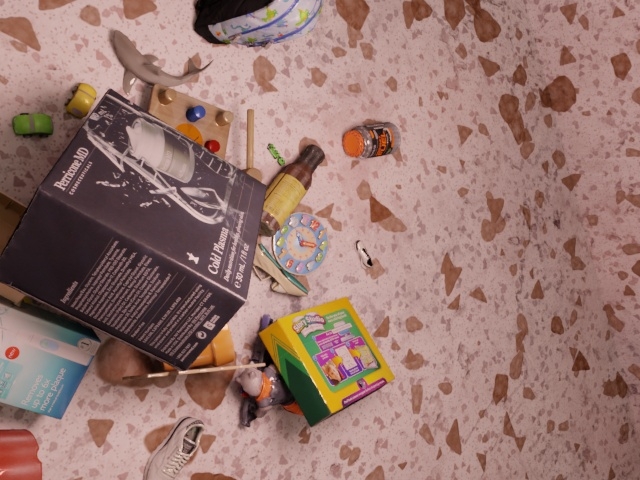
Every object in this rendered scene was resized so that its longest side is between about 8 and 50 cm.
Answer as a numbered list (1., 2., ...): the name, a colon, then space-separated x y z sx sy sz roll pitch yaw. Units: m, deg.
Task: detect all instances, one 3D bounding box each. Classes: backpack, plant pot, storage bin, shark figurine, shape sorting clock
1. backpack: -0.164 -0.713 1.949 0.273 0.355 0.290 30 69 -32
2. plant pot: -0.362 0.271 1.841 0.188 0.205 0.205 -18 98 -20
3. storage bin: -0.749 -0.025 1.539 0.262 0.123 0.260 36 30 -29
4. shark figurine: -0.447 -0.482 1.874 0.278 0.116 0.166 10 82 -34
5. shape sorting clock: -0.062 0.010 2.157 0.206 0.040 0.206 3 84 -32
6. plant pot: -0.787 0.535 1.470 0.265 0.272 0.272 8 82 -44

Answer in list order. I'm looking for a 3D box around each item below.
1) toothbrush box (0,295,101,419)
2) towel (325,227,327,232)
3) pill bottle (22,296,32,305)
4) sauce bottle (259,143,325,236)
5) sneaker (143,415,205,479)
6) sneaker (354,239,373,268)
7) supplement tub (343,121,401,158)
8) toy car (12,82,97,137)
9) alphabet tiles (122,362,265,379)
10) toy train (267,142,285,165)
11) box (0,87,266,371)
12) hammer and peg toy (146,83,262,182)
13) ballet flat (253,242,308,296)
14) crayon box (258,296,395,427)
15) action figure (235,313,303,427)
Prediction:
1. toothbrush box: -0.716 0.269 1.583 0.295 0.126 0.216 30 84 -30
2. towel: 0.000 0.000 2.230 0.060 0.009 0.083 -4 88 -36
3. pill bottle: -0.748 0.139 1.644 0.043 0.043 0.083 -21 99 -36
4. sauce bottle: -0.098 -0.166 2.106 0.111 0.111 0.344 48 63 -24
5. sneaker: -0.404 0.598 1.835 0.090 0.095 0.235 39 66 -29
6. sneaker: 0.155 0.048 2.321 0.040 0.043 0.109 -30 102 -32
7. supplement tub: 0.179 -0.349 2.323 0.190 0.117 0.117 -15 96 -36
8. toy car: -0.676 -0.299 1.725 0.225 0.053 0.239 -7 91 -37
9. alphabet tiles: -0.337 0.352 1.784 0.342 0.285 0.011 2 78 -36
10. toy train: -0.144 -0.277 2.140 0.024 0.017 0.083 -45 112 -19
11. box: -0.413 -0.033 1.564 0.471 0.297 0.480 30 32 -19
12. hammer and peg toy: -0.342 -0.282 1.927 0.361 0.127 0.266 15 76 -35
13. ballet flat: -0.142 0.110 2.083 0.248 0.086 0.086 47 62 -22
14. crayon box: 0.028 0.357 2.032 0.363 0.106 0.313 -10 63 -53
15. action figure: -0.111 0.404 2.021 0.330 0.178 0.341 12 82 -45
